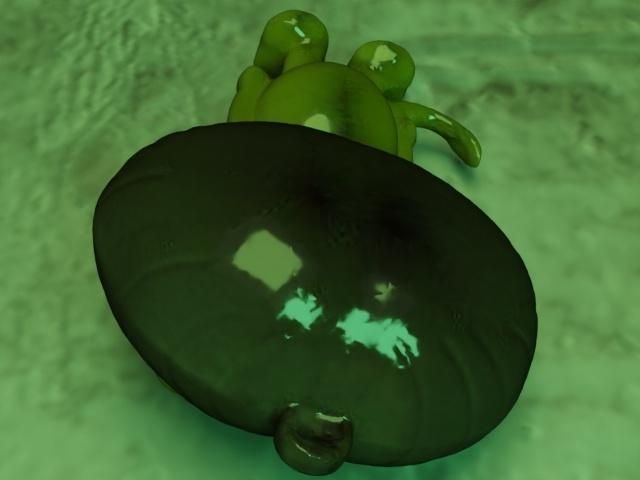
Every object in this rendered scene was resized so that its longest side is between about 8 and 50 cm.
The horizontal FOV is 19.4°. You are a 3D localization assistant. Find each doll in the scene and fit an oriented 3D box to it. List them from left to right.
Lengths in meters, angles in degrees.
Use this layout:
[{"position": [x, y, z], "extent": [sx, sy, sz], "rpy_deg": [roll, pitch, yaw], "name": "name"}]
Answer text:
[{"position": [0.008, 0.003, 0.614], "extent": [0.145, 0.096, 0.188], "rpy_deg": [34, 37, 4], "name": "doll"}]
